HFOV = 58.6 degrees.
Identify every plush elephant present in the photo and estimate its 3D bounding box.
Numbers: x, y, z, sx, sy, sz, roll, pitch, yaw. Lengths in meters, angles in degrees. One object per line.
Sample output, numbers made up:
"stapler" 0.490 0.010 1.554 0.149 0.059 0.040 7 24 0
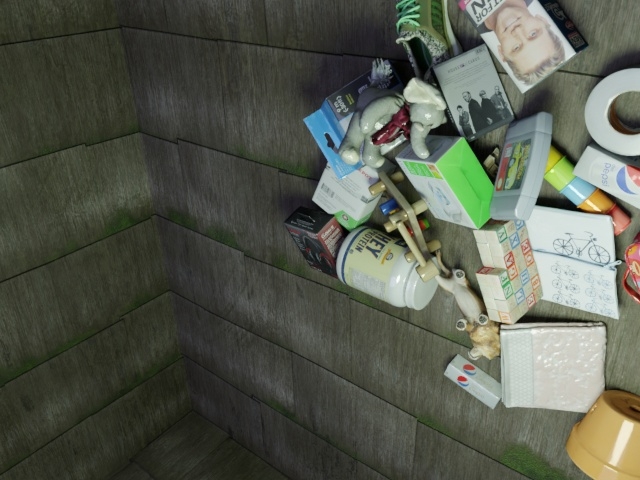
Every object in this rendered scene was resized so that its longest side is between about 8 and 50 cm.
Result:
"plush elephant" 0.240 -0.345 1.646 0.256 0.272 0.329 15 93 22

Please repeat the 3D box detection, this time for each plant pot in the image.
"plant pot" 0.917 0.590 1.715 0.291 0.291 0.203 22 111 33

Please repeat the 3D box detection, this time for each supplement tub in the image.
"supplement tub" 0.246 0.100 2.066 0.325 0.235 0.235 21 126 33

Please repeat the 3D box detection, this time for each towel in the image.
"towel" 0.744 0.411 1.836 0.317 0.053 0.331 -3 115 17

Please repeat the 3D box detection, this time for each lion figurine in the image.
"lion figurine" 0.495 0.211 1.927 0.142 0.240 0.391 -25 67 21

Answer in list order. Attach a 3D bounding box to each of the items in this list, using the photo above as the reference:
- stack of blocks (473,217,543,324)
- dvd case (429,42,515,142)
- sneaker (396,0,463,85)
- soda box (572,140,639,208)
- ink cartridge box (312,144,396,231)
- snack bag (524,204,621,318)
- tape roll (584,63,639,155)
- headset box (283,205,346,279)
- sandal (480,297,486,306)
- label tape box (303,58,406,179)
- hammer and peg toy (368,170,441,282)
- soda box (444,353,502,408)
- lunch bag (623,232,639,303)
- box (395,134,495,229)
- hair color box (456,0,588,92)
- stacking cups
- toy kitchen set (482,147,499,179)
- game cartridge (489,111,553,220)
"stack of blocks" 0.562 0.081 1.735 0.087 0.171 0.297 7 123 55
"dvd case" 0.438 -0.419 1.638 0.238 0.180 0.029 65 171 -7
"sneaker" 0.280 -0.631 1.647 0.158 0.182 0.410 -18 100 47
"soda box" 0.819 -0.157 1.485 0.286 0.098 0.091 36 133 23
"ink cartridge box" 0.119 -0.209 2.087 0.211 0.122 0.289 42 135 17
"snack bag" 0.715 0.051 1.684 0.323 0.037 0.342 17 131 49
"tape roll" 0.789 -0.327 1.432 0.219 0.072 0.219 23 127 34
"headset box" 0.000 0.000 2.234 0.218 0.110 0.293 20 148 47
"sandal" 0.598 0.224 1.947 0.180 0.049 0.072 -17 100 48
"label tape box" 0.138 -0.384 1.863 0.348 0.115 0.249 -29 92 15
"hammer and peg toy" 0.294 -0.053 1.850 0.265 0.128 0.361 62 -179 -40
"soda box" 0.575 0.523 2.125 0.216 0.074 0.069 33 132 24
"lunch bag" 0.943 0.108 1.506 0.258 0.120 0.292 -14 103 47
"box" 0.389 -0.185 1.736 0.262 0.127 0.231 51 169 -25
"hair color box" 0.519 -0.587 1.507 0.347 0.105 0.174 55 138 3
"stacking cups" 0.718 -0.138 1.597 0.316 0.096 0.096 48 137 9
"toy kitchen set" 0.542 -0.229 1.727 0.075 0.083 0.068 39 93 19
"game cartridge" 0.553 -0.200 1.573 0.196 0.060 0.293 -168 90 -79
